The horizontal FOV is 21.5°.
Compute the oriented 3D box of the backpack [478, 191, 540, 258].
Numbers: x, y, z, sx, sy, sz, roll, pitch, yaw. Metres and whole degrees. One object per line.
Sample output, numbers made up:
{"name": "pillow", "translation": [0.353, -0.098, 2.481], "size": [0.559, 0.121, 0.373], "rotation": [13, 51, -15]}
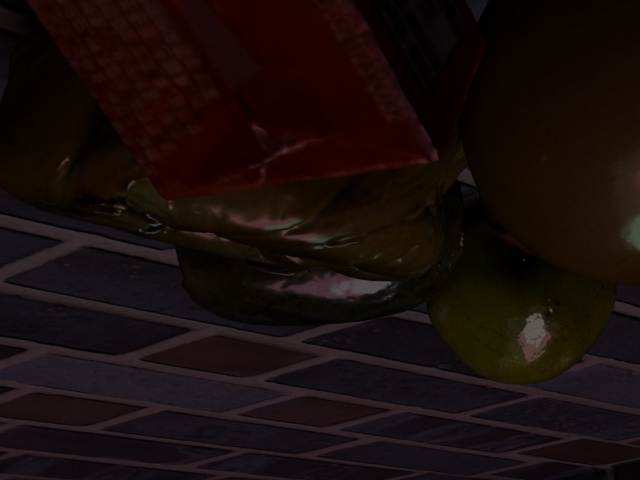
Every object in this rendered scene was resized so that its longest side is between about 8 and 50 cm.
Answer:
{"name": "backpack", "translation": [0.268, -0.040, 1.523], "size": [0.229, 0.139, 0.229], "rotation": [-2, 158, -1]}

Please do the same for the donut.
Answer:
{"name": "donut", "translation": [-0.056, -0.068, 1.237], "size": [0.360, 0.170, 0.360], "rotation": [11, 177, 1]}

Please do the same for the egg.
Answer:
{"name": "egg", "translation": [0.228, -0.110, 1.116], "size": [0.250, 0.250, 0.322], "rotation": [2, 146, -22]}

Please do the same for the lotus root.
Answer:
{"name": "lotus root", "translation": [0.000, 0.000, 1.564], "size": [0.274, 0.152, 0.160], "rotation": [-9, 153, 7]}

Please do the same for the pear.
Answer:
{"name": "pear", "translation": [0.209, 0.054, 1.750], "size": [0.198, 0.198, 0.198], "rotation": [-4, 162, -1]}

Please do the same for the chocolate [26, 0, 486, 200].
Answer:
{"name": "chocolate", "translation": [-0.049, -0.148, 0.932], "size": [0.234, 0.108, 0.237], "rotation": [-8, 121, 47]}
